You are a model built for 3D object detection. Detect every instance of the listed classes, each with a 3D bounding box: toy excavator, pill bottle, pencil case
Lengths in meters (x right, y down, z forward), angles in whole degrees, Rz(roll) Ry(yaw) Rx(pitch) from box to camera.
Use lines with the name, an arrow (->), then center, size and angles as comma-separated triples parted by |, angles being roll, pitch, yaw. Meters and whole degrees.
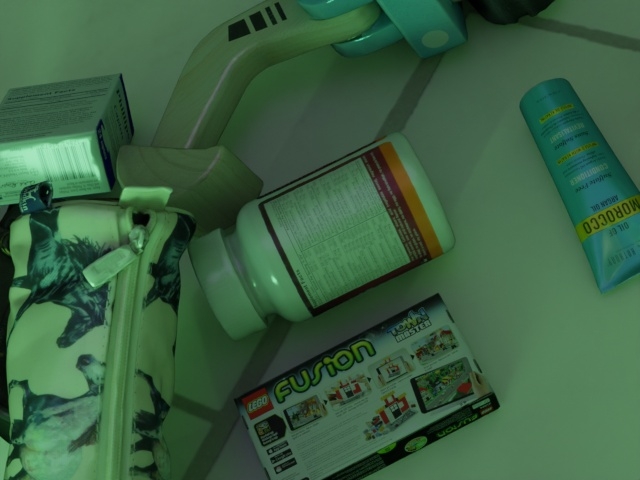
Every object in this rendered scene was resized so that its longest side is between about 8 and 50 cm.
toy excavator -> 0.004, -0.249, 1.410 | 0.445, 0.222, 0.433 | -21, 55, 22
pill bottle -> 0.000, 0.000, 1.281 | 0.221, 0.121, 0.121 | -26, 55, 2
pencil case -> -0.188, 0.160, 1.173 | 0.160, 0.183, 0.410 | 4, 73, -13

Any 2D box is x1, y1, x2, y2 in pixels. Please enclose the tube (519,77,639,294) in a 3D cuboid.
tube -> 0.246, -0.053, 1.283 | 0.080, 0.052, 0.207 | -29, 61, 11

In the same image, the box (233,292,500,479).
box -> 0.039, 0.142, 1.234 | 0.207, 0.036, 0.114 | -27, 55, 1

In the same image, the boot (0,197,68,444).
boot -> -0.267, 0.065, 1.353 | 0.263, 0.091, 0.229 | 32, 68, 26

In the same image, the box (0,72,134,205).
box -> -0.264, -0.102, 1.425 | 0.126, 0.072, 0.137 | -6, 31, 9
